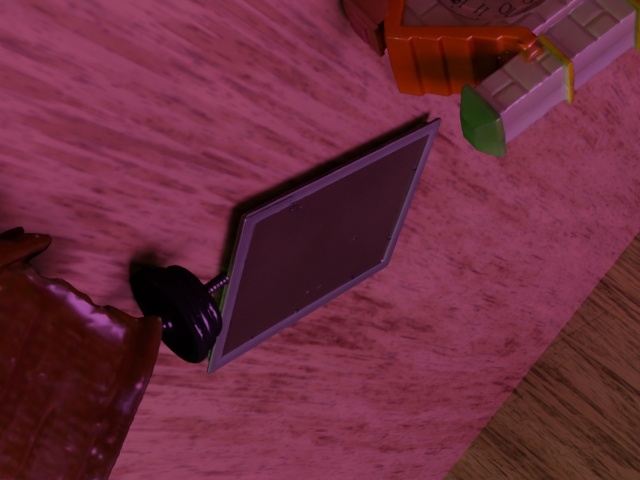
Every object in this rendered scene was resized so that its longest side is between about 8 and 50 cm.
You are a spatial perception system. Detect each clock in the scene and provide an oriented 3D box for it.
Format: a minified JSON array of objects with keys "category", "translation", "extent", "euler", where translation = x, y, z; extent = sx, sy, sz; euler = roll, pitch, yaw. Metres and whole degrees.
[{"category":"clock","translation":[0.162,-0.220,0.982],"extent":[0.255,0.220,0.106],"euler":[-38,153,-6]}]

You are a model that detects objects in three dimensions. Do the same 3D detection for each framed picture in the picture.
[{"category":"framed picture","translation":[0.000,0.000,1.248],"extent":[0.296,0.019,0.232],"euler":[-28,148,-39]}]

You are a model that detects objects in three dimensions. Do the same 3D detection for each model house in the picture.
[{"category":"model house","translation":[-0.262,0.107,0.819],"extent":[0.229,0.199,0.220],"euler":[44,45,-37]}]

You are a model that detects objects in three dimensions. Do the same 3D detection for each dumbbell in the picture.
[{"category":"dumbbell","translation":[-0.161,0.088,1.009],"extent":[0.208,0.099,0.099],"euler":[-36,152,-26]}]
